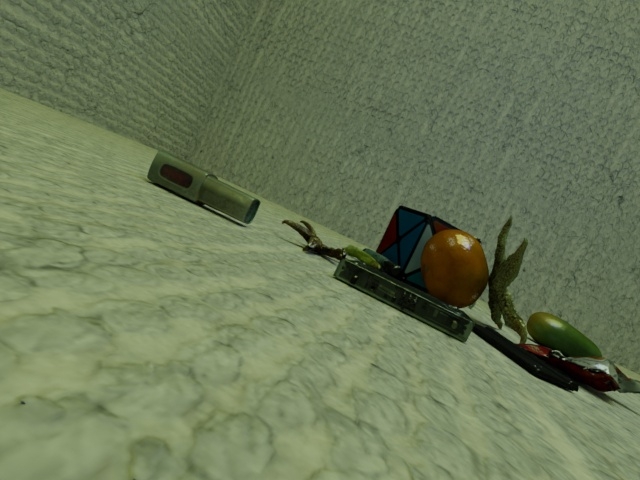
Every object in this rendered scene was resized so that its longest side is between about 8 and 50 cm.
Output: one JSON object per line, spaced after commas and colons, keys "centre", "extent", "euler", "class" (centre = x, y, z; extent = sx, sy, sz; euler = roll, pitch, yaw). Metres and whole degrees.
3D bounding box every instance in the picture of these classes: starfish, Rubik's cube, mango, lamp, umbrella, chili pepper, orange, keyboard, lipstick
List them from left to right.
{"centre": [-0.264, -0.117, 0.988], "extent": [0.253, 0.079, 0.077], "euler": [27, 3, 8], "class": "lipstick"}
{"centre": [-0.004, 0.007, 1.120], "extent": [0.213, 0.057, 0.238], "euler": [32, 4, -27], "class": "starfish"}
{"centre": [0.153, 0.060, 1.474], "extent": [0.208, 0.043, 0.049], "euler": [29, -19, 51], "class": "chili pepper"}
{"centre": [0.202, 0.075, 1.488], "extent": [0.052, 0.053, 0.250], "euler": [23, 5, -21], "class": "umbrella"}
{"centre": [0.371, 0.042, 1.542], "extent": [0.250, 0.246, 0.248], "euler": [24, 5, -19], "class": "Rubik's cube"}
{"centre": [0.401, 0.084, 1.288], "extent": [0.171, 0.240, 0.240], "euler": [-1, 9, -9], "class": "orange"}
{"centre": [0.666, 0.280, 1.655], "extent": [0.198, 0.056, 0.050], "euler": [29, 2, 10], "class": "lamp"}
{"centre": [0.525, 0.110, 1.247], "extent": [0.078, 0.358, 0.347], "euler": [-2, -7, 14], "class": "starfish"}
{"centre": [0.400, 0.228, 0.906], "extent": [0.101, 0.018, 0.310], "euler": [23, 4, -9], "class": "keyboard"}
{"centre": [0.849, 0.339, 1.508], "extent": [0.251, 0.114, 0.156], "euler": [25, -3, 10], "class": "mango"}

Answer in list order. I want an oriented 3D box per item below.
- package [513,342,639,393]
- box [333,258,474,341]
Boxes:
{"centre": [0.581, 0.286, 0.982], "extent": [0.194, 0.071, 0.269], "euler": [26, -10, -20], "class": "package"}
{"centre": [0.168, 0.109, 0.870], "extent": [0.270, 0.045, 0.211], "euler": [26, 3, 15], "class": "box"}
